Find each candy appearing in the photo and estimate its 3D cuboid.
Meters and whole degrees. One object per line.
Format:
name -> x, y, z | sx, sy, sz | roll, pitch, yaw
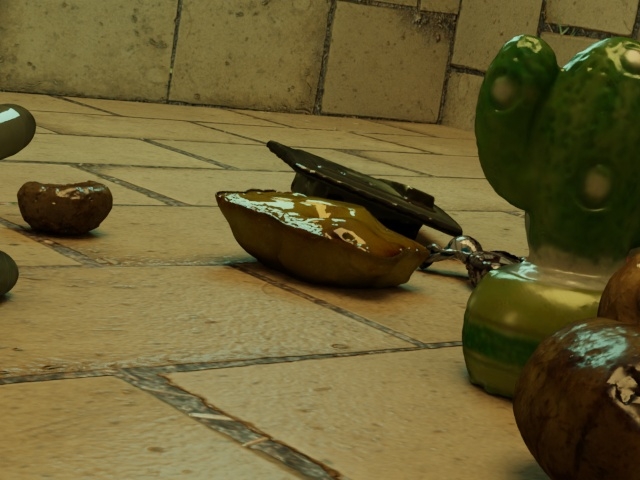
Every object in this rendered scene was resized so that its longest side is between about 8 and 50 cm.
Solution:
candy -> 0.197, 0.039, 1.567 | 0.094, 0.051, 0.226 | -10, 16, -30

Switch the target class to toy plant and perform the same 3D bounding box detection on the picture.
toy plant -> 0.236, -0.019, 1.148 | 0.224, 0.316, 0.184 | 8, 9, 6

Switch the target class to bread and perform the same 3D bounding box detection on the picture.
bread -> 0.000, 0.000, 1.515 | 0.233, 0.088, 0.160 | 17, 18, 30
bread -> -0.296, -0.038, 1.545 | 0.113, 0.060, 0.082 | 0, 13, -32

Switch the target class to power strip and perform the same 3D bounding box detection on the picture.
power strip -> 0.049, -0.055, 1.835 | 0.251, 0.092, 0.257 | 15, 7, -13

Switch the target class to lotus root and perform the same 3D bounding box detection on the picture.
lotus root -> 0.212, 0.126, 0.855 | 0.145, 0.128, 0.260 | 17, 9, -13

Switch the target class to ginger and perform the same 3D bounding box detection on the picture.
ginger -> 0.250, 0.065, 1.001 | 0.067, 0.096, 0.165 | 24, 14, -7

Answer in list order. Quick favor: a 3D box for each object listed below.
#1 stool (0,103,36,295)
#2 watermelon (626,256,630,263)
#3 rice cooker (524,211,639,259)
stool -> -0.358, -0.035, 1.130 | 0.195, 0.195, 0.199 | 8, 5, -2
watermelon -> 0.281, 0.075, 1.319 | 0.193, 0.137, 0.145 | 0, 48, -39
rice cooker -> 0.376, -0.026, 1.564 | 0.226, 0.226, 0.244 | 17, 17, 41
